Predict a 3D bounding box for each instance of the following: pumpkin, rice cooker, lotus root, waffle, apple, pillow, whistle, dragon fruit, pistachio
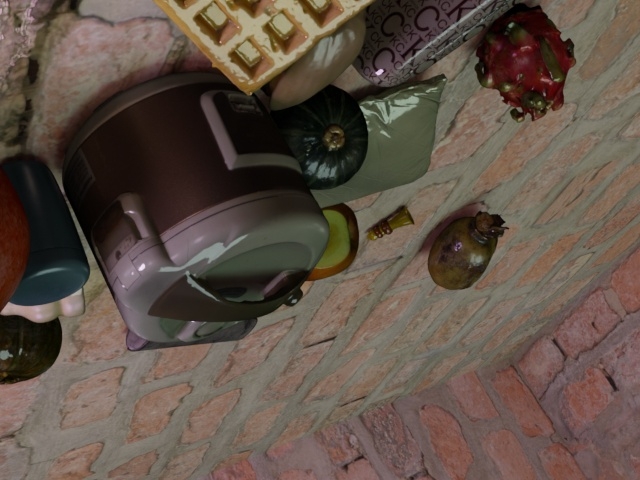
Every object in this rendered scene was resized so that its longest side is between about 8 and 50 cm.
[{"bbox_3d":[-0.531,0.155,1.590,0.223,0.157,0.224,-12,165,-3],"label":"pumpkin"},{"bbox_3d":[-0.169,-0.034,1.375,0.335,0.325,0.335,-24,158,-10],"label":"rice cooker"},{"bbox_3d":[0.352,0.015,2.376,0.154,0.154,0.278,-15,156,-30],"label":"lotus root"},{"bbox_3d":[-0.060,-0.311,1.159,0.248,0.055,0.221,-35,134,14],"label":"waffle"},{"bbox_3d":[-0.001,-0.006,1.866,0.147,0.146,0.163,-11,-171,7],"label":"apple"},{"bbox_3d":[0.076,-0.167,1.725,0.280,0.076,0.274,-19,151,-11],"label":"pillow"},{"bbox_3d":[0.151,-0.035,2.174,0.109,0.057,0.046,-27,115,20],"label":"whistle"},{"bbox_3d":[0.344,-0.291,1.639,0.160,0.172,0.166,-36,156,18],"label":"dragon fruit"},{"bbox_3d":[-0.006,-0.162,1.526,0.167,0.125,0.167,-9,112,-24],"label":"pumpkin"},{"bbox_3d":[-0.022,-0.263,1.334,0.136,0.136,0.226,-7,156,-43],"label":"pistachio"}]

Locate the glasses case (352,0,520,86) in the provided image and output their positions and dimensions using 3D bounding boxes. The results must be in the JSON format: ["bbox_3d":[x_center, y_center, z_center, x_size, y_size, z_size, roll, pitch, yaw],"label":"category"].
[{"bbox_3d":[0.186,-0.349,1.363,0.354,0.137,0.085,-35,157,17],"label":"glasses case"}]

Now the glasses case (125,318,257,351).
[{"bbox_3d":[-0.270,0.186,2.102,0.299,0.060,0.114,0,144,-50],"label":"glasses case"}]

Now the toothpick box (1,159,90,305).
[{"bbox_3d":[-0.395,-0.014,1.346,0.120,0.184,0.120,-20,159,-8],"label":"toothpick box"}]

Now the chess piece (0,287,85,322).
[{"bbox_3d":[-0.506,0.063,1.433,0.299,0.167,0.167,-14,154,-22],"label":"chess piece"}]

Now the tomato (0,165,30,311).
[{"bbox_3d":[-0.472,-0.009,1.168,0.265,0.265,0.265,-24,158,-11],"label":"tomato"}]
